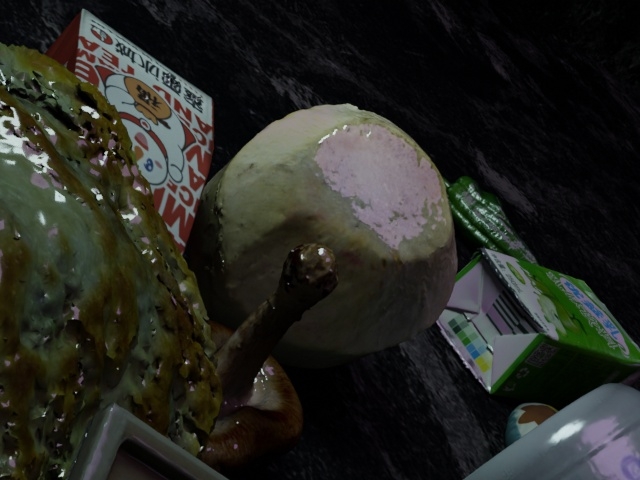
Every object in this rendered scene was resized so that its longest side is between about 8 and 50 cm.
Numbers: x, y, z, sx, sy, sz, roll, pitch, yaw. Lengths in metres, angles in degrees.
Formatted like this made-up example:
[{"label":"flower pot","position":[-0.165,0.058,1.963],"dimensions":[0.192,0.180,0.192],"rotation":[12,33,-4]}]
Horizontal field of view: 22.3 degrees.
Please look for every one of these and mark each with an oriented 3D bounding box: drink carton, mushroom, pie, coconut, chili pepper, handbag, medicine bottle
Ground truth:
[{"label":"drink carton","position":[0.269,0.114,1.969],"dimensions":[0.271,0.108,0.161],"rotation":[15,33,-50]},{"label":"mushroom","position":[-0.046,0.083,1.312],"dimensions":[0.148,0.217,0.227],"rotation":[44,20,7]},{"label":"pie","position":[-0.219,0.051,1.005],"dimensions":[0.395,0.180,0.418],"rotation":[68,18,-9]},{"label":"coconut","position":[0.000,0.000,1.548],"dimensions":[0.259,0.259,0.259],"rotation":[36,22,-16]},{"label":"chili pepper","position":[0.247,0.000,2.219],"dimensions":[0.257,0.074,0.100],"rotation":[49,18,4]},{"label":"handbag","position":[-0.190,-0.057,1.428],"dimensions":[0.171,0.151,0.298],"rotation":[34,22,-24]},{"label":"medicine bottle","position":[0.254,0.304,1.377],"dimensions":[0.306,0.245,0.245],"rotation":[55,23,13]}]

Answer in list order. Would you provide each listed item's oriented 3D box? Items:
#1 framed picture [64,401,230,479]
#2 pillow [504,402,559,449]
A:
[{"label":"framed picture","position":[-0.053,0.339,0.858],"dimensions":[0.326,0.028,0.446],"rotation":[37,42,-18]},{"label":"pillow","position":[0.281,0.272,1.738],"dimensions":[0.214,0.086,0.233],"rotation":[36,16,-46]}]
